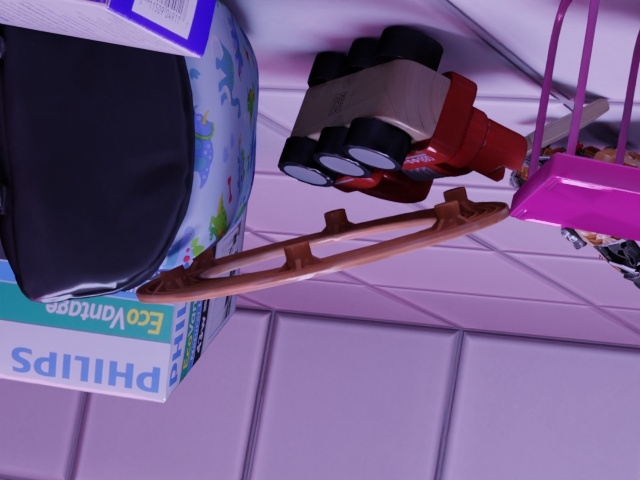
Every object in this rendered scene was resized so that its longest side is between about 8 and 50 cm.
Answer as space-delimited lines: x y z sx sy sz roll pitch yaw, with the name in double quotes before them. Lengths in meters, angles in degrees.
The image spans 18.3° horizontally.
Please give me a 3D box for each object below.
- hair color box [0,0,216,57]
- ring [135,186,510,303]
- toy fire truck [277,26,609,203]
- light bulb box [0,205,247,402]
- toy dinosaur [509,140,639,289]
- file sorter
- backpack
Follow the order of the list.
"hair color box" -0.257 -0.221 1.415 0.339 0.110 0.185 10 177 17
"ring" 0.000 0.000 1.736 0.337 0.032 0.336 -13 -174 1
"toy fire truck" 0.120 -0.100 1.835 0.246 0.158 0.217 25 165 -21
"light bulb box" -0.285 -0.001 2.163 0.358 0.225 0.361 8 -167 7
"toy dinosaur" 0.302 -0.023 1.961 0.218 0.164 0.322 27 -159 -24
"file sorter" 0.313 -0.090 1.495 0.291 0.182 0.202 11 172 -2
"backpack" -0.167 -0.100 1.696 0.273 0.290 0.355 -3 180 -12
